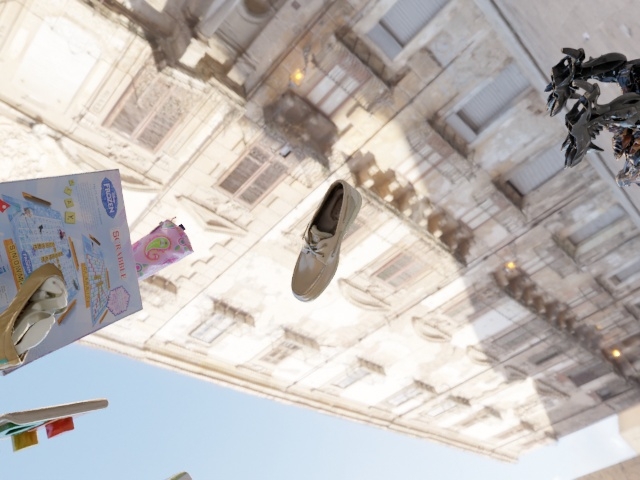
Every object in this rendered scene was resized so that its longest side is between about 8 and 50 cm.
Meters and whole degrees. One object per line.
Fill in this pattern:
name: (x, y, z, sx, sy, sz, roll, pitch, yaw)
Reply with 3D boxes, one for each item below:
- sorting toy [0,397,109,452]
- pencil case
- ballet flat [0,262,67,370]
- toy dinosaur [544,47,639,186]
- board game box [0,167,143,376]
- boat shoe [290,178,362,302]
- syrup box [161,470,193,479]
sorting toy: (-0.458, 0.295, 0.728, 0.347, 0.195, 0.047, 31, -140, -69)
pencil case: (-0.487, 0.050, 1.291, 0.124, 0.284, 0.124, 55, 170, 15)
ballet flat: (-0.417, 0.109, 0.702, 0.232, 0.073, 0.080, -92, -4, -60)
toy dinosaur: (0.437, -0.201, 0.642, 0.164, 0.218, 0.322, -70, -28, -58)
board game box: (-0.499, 0.036, 0.904, 0.318, 0.065, 0.319, -27, -65, -62)
boat shoe: (0.000, 0.000, 1.121, 0.109, 0.303, 0.098, 25, 178, 27)
syrup box: (-0.155, 0.208, 0.217, 0.096, 0.236, 0.093, 62, -164, 12)
